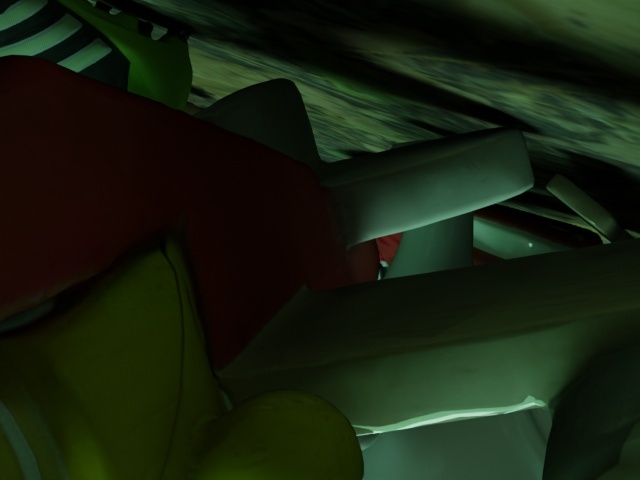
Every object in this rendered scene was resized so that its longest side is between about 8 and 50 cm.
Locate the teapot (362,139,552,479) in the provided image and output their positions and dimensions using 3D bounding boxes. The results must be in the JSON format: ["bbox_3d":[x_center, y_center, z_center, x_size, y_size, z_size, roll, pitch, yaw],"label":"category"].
[{"bbox_3d":[0.128,0.112,0.643,0.256,0.187,0.252,16,-138,-18],"label":"teapot"}]

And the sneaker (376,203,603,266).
[{"bbox_3d":[0.062,0.035,0.857,0.087,0.128,0.221,10,-175,-29],"label":"sneaker"}]

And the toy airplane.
[{"bbox_3d":[-0.056,0.058,0.437,0.384,0.272,0.386,-4,170,-23],"label":"toy airplane"}]

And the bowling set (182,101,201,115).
[{"bbox_3d":[-0.153,-0.017,0.887,0.154,0.199,0.287,17,-178,29],"label":"bowling set"}]

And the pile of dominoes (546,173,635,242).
[{"bbox_3d":[0.198,0.034,0.643,0.196,0.040,0.251,40,-173,16],"label":"pile of dominoes"}]

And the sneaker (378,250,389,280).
[{"bbox_3d":[0.000,0.000,1.098,0.299,0.120,0.112,27,-150,7],"label":"sneaker"}]

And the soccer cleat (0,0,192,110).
[{"bbox_3d":[-0.126,-0.073,0.568,0.179,0.072,0.060,20,178,-38],"label":"soccer cleat"}]
